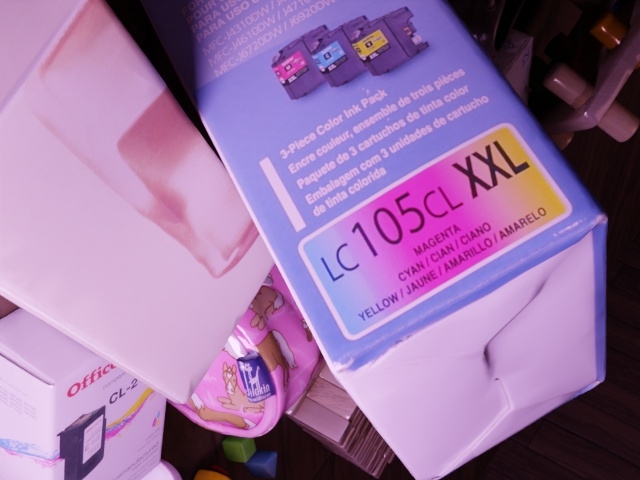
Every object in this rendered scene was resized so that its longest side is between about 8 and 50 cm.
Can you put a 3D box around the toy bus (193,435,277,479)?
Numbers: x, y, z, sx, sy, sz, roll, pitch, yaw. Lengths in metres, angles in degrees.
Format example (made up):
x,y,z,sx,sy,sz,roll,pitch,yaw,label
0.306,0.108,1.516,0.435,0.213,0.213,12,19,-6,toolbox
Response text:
x,y,z,sx,sy,sz,roll,pitch,yaw,label
-0.072,0.310,1.038,0.202,0.104,0.191,-12,98,-62,toy bus

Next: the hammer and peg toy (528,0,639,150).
x,y,z,sx,sy,sz,roll,pitch,yaw,label
0.346,-0.250,1.311,0.266,0.127,0.361,-56,-170,-3,hammer and peg toy

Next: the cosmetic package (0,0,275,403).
x,y,z,sx,sy,sz,roll,pitch,yaw,label
-0.145,-0.030,0.536,0.129,0.153,0.296,-57,158,-12,cosmetic package

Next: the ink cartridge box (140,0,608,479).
x,y,z,sx,sy,sz,roll,pitch,yaw,label
0.013,-0.074,0.631,0.151,0.395,0.270,-31,152,0,ink cartridge box

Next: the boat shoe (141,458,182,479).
x,y,z,sx,sy,sz,roll,pitch,yaw,label
-0.202,0.318,0.855,0.301,0.108,0.102,-61,158,0,boat shoe

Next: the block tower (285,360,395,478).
x,y,z,sx,sy,sz,roll,pitch,yaw,label
0.038,0.236,1.308,0.091,0.097,0.335,-59,156,-12,block tower

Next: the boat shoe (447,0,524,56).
x,y,z,sx,sy,sz,roll,pitch,yaw,label
0.214,-0.320,1.029,0.355,0.130,0.132,-57,157,-15,boat shoe

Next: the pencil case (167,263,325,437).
x,y,z,sx,sy,sz,roll,pitch,yaw,label
0.000,0.000,0.886,0.386,0.160,0.167,-45,-172,-39,pencil case

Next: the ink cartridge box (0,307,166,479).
x,y,z,sx,sy,sz,roll,pitch,yaw,label
-0.179,0.123,0.730,0.127,0.072,0.175,-36,146,-47,ink cartridge box

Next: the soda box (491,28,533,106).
x,y,z,sx,sy,sz,roll,pitch,yaw,label
0.198,-0.146,1.231,0.091,0.098,0.286,-54,157,-22,soda box
